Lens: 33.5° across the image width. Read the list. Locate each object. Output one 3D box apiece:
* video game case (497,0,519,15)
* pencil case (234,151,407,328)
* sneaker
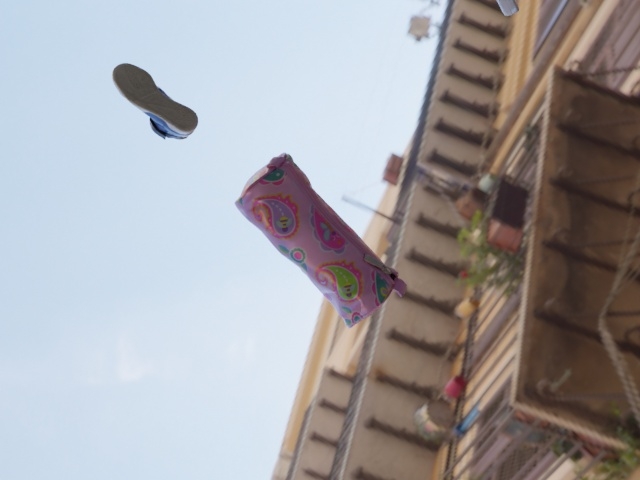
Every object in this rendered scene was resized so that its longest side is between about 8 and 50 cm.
[{"bbox_3d":[0.191,-0.410,1.316,0.023,0.212,0.193,-18,-116,19],"label":"video game case"},{"bbox_3d":[0.000,0.000,1.607,0.284,0.124,0.124,46,-131,-6],"label":"pencil case"},{"bbox_3d":[-0.261,-0.210,1.645,0.152,0.084,0.058,34,-107,-8],"label":"sneaker"}]
